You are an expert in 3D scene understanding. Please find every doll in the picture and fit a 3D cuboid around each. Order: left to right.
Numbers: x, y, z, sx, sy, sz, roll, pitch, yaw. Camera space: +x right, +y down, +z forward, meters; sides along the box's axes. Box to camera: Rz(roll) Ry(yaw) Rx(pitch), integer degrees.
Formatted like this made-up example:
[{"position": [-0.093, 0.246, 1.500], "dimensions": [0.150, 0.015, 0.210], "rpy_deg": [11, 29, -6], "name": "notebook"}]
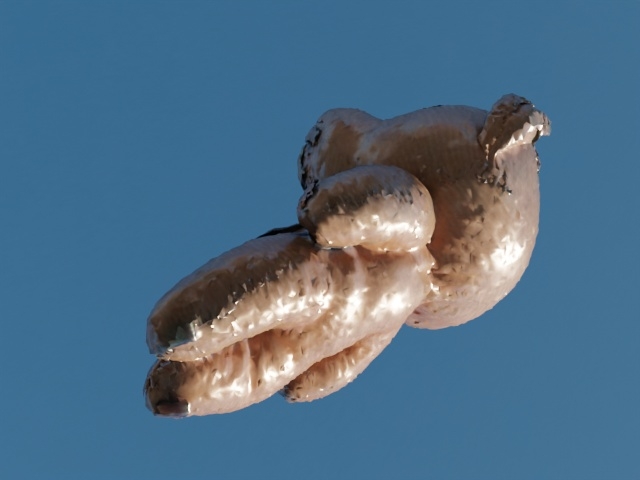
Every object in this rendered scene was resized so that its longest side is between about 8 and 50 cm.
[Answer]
[{"position": [0.000, 0.000, 1.240], "dimensions": [0.156, 0.303, 0.201], "rpy_deg": [52, -35, 27], "name": "doll"}]
